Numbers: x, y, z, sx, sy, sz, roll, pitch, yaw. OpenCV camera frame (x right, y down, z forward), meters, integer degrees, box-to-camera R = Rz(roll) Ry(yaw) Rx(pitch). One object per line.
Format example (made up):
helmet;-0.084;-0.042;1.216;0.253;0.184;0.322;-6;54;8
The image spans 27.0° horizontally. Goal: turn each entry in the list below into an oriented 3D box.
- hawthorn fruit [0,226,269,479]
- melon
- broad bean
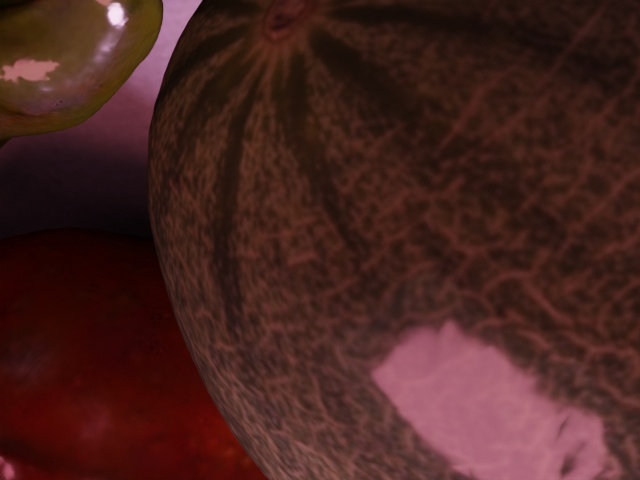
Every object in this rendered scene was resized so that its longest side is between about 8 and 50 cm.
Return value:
hawthorn fruit;-0.128;0.112;0.666;0.254;0.254;0.300;5;175;18
melon;0.085;0.012;0.427;0.237;0.237;0.302;-14;143;42
broad bean;-0.152;-0.060;0.606;0.075;0.067;0.325;39;150;-14
